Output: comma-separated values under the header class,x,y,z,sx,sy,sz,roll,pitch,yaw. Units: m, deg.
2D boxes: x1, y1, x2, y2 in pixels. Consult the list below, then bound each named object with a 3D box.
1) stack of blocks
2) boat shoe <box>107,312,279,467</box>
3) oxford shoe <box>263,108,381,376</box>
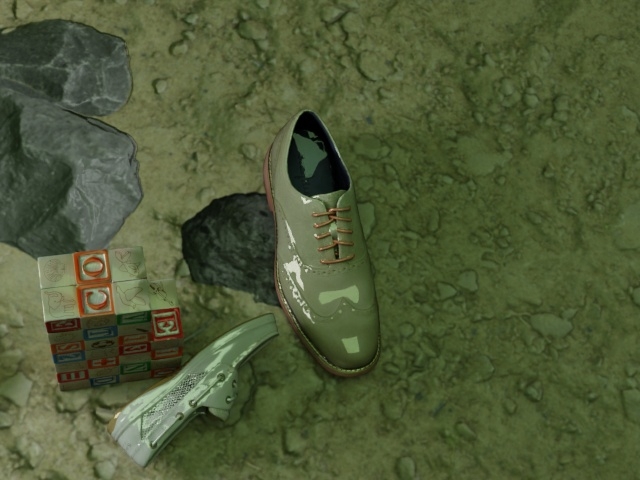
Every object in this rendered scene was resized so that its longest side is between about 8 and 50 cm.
class,x,y,z,sx,sy,sz,roll,pitch,yaw
stack of blocks,-0.269,0.105,1.651,0.171,0.297,0.087,-7,69,-10
boat shoe,-0.156,0.209,1.739,0.277,0.098,0.096,-37,78,-11
oxford shoe,0.000,0.000,1.816,0.141,0.146,0.396,-13,71,-14
